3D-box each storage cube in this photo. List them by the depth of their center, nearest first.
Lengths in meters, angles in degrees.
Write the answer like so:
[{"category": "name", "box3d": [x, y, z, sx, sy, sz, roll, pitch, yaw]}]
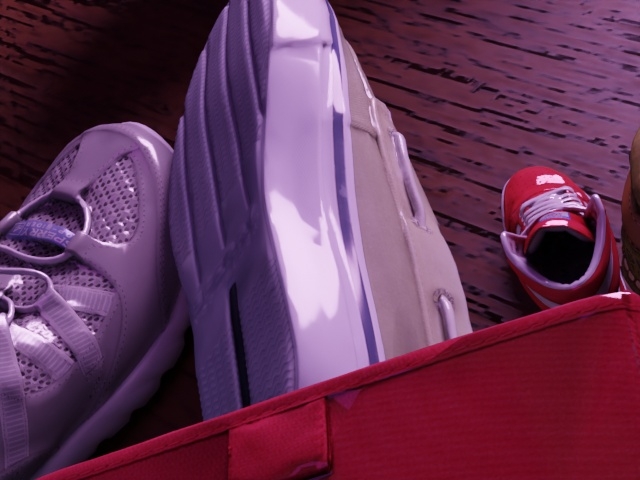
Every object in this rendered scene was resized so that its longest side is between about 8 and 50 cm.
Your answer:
[{"category": "storage cube", "box3d": [0.033, 0.161, 0.371, 0.215, 0.184, 0.193, -19, 43, 15]}]

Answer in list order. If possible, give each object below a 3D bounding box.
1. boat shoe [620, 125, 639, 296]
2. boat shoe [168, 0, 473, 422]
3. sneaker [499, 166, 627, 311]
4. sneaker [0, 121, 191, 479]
[{"category": "boat shoe", "box3d": [0.205, -0.088, 0.566, 0.110, 0.104, 0.307, 5, 52, 38]}, {"category": "boat shoe", "box3d": [0.000, 0.000, 0.624, 0.109, 0.094, 0.302, -53, 30, 36]}, {"category": "sneaker", "box3d": [0.091, -0.005, 0.586, 0.042, 0.067, 0.118, -25, 41, 7]}, {"category": "sneaker", "box3d": [-0.142, 0.047, 0.642, 0.105, 0.115, 0.281, 3, 52, 34]}]
